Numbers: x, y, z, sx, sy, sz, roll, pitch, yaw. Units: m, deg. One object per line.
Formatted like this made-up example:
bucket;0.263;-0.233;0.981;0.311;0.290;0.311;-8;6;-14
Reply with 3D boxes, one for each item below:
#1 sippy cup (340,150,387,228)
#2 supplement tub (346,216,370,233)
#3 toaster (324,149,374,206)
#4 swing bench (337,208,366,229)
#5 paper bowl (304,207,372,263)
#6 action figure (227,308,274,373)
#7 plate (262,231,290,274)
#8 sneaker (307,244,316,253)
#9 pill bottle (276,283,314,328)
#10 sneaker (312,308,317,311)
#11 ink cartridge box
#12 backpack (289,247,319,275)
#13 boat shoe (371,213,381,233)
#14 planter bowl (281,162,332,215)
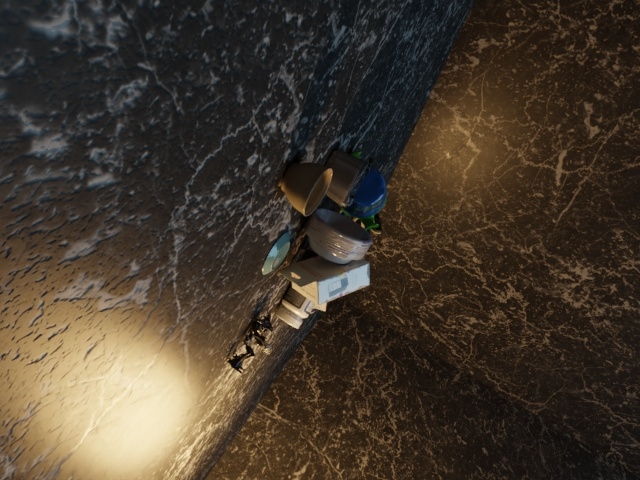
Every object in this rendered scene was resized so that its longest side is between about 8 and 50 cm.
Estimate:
sippy cup;0.188;-0.219;1.768;0.240;0.305;0.224;-48;179;-1
supplement tub;0.165;-0.014;2.314;0.207;0.207;0.338;-64;174;19
toaster;0.090;-0.249;1.563;0.227;0.146;0.129;-63;170;16
swing bench;0.187;-0.141;2.056;0.253;0.165;0.255;-79;-172;-52
paper bowl;0.065;-0.009;1.712;0.148;0.284;0.284;-64;169;18
action figure;-0.271;0.440;1.755;0.276;0.141;0.164;-55;167;-11
plate;-0.160;0.055;1.549;0.188;0.024;0.188;-58;170;-17
sneaker;0.001;0.001;1.951;0.161;0.102;0.282;-53;168;-19
pill bottle;-0.100;0.297;2.099;0.283;0.161;0.161;-58;169;-9
sneaker;0.009;0.357;2.836;0.323;0.130;0.236;-47;169;-30
ink cartridge box;0.013;0.159;1.735;0.353;0.207;0.119;-16;116;-31
backpack;-0.066;0.127;1.918;0.158;0.117;0.173;-59;169;-6
boat shoe;0.279;-0.089;2.048;0.152;0.056;0.049;-97;-167;-54
planter bowl;-0.051;-0.169;1.227;0.162;0.109;0.162;-57;169;-18
